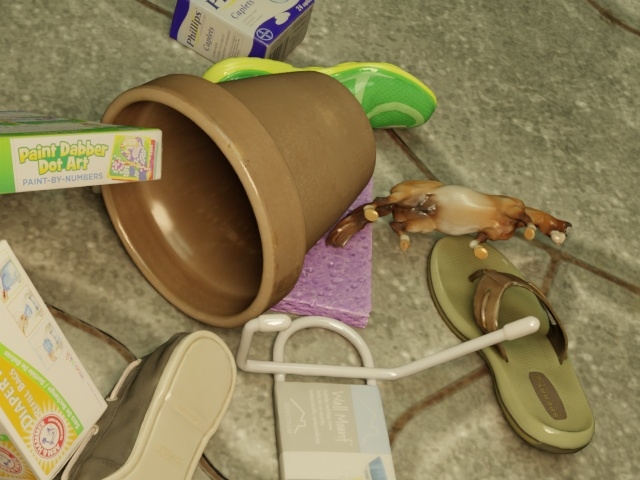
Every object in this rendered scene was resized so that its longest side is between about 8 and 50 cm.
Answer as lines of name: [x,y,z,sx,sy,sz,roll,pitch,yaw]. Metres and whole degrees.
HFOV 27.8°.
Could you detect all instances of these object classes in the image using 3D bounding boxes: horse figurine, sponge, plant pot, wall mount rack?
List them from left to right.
plant pot: [-0.065,-0.072,1.354,0.229,0.263,0.263,-30,64,-37]
sponge: [0.000,0.000,1.464,0.117,0.031,0.210,10,50,-8]
wall mount rack: [0.076,0.189,1.260,0.304,0.130,0.350,3,51,-15]
horse figurine: [0.144,-0.024,1.435,0.263,0.066,0.174,5,16,12]

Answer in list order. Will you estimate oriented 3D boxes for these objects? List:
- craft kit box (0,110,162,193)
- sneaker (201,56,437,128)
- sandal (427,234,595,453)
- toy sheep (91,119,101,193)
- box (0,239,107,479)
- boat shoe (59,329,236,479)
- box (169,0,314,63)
craft kit box: [-0.324,-0.088,1.239,0.246,0.061,0.250,8,11,44]
sneaker: [-0.002,-0.147,1.557,0.295,0.109,0.123,-1,70,-18]
sandal: [0.219,0.095,1.407,0.120,0.086,0.303,-7,46,-24]
toy sheep: [-0.229,-0.086,1.432,0.132,0.091,0.091,28,47,-12]
box: [-0.298,0.109,1.146,0.114,0.203,0.103,-1,38,34]
boat shoe: [-0.183,0.224,1.190,0.112,0.095,0.335,49,47,-23]
box: [-0.099,-0.284,1.647,0.137,0.072,0.126,31,48,10]
